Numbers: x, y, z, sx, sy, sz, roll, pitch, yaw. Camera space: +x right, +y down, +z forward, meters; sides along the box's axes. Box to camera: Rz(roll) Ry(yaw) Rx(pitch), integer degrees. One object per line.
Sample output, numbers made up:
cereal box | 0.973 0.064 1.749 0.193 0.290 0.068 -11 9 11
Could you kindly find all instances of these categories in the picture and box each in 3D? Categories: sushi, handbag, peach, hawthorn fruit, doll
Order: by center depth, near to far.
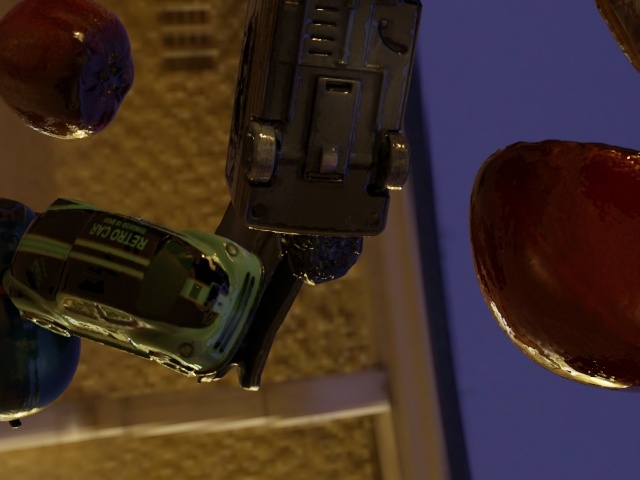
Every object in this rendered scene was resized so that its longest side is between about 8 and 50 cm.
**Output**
peach | 0.259 0.016 1.625 0.248 0.275 0.245 -56 -170 49
sushi | 0.000 0.000 1.859 0.056 0.085 0.083 40 -39 39
hawthorn fruit | -0.310 -0.205 2.032 0.188 0.169 0.169 14 -68 28
doll | -0.396 0.089 2.187 0.198 0.186 0.321 -137 -138 -55
handbag | -0.082 0.028 2.223 0.247 0.079 0.260 -94 -156 -49

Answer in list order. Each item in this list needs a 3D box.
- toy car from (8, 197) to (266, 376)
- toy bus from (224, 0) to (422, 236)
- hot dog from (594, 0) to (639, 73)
toy car | -0.202 0.033 1.761 0.306 0.125 0.136 15 -106 34
toy bus | 0.003 -0.158 1.458 0.157 0.139 0.289 -128 -137 -66
hot dog | 0.267 -0.208 1.351 0.075 0.144 0.268 -10 -74 64
